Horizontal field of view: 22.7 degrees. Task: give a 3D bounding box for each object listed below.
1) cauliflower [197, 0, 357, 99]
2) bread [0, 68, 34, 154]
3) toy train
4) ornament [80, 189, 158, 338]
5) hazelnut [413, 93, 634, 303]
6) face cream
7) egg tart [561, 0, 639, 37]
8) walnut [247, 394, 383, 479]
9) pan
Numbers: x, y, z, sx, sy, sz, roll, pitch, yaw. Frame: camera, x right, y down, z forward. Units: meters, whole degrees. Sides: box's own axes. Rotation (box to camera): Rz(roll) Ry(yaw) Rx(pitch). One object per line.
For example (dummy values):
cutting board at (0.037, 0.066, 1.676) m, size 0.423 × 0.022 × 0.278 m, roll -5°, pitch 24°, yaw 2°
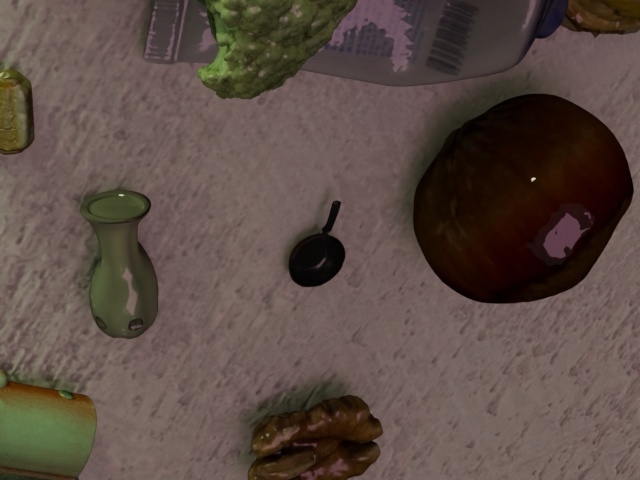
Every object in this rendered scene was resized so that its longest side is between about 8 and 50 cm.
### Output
cauliflower at (-0.084, -0.266, 1.379) m, size 0.272 × 0.250 × 0.275 m, roll -51°, pitch 145°, yaw -46°
bread at (-0.294, -0.122, 1.497) m, size 0.049 × 0.034 × 0.088 m, roll -6°, pitch 122°, yaw -9°
toy train at (-0.364, 0.212, 1.653) m, size 0.285 × 0.116 × 0.177 m, roll 16°, pitch 101°, yaw -36°
ornament at (-0.202, 0.028, 1.635) m, size 0.074 × 0.081 × 0.156 m, roll 3°, pitch 124°, yaw 8°
hazelnut at (0.213, -0.039, 1.749) m, size 0.217 × 0.217 × 0.251 m, roll 16°, pitch 137°, yaw -37°
face cream at (0.051, -0.256, 1.560) m, size 0.420 × 0.137 × 0.235 m, roll 5°, pitch 119°, yaw -23°
egg tart at (0.366, -0.338, 1.670) m, size 0.315 × 0.120 × 0.315 m, roll -15°, pitch 128°, yaw -20°
walnut at (-0.010, 0.240, 1.897) m, size 0.170 × 0.069 × 0.143 m, roll -8°, pitch 127°, yaw -24°
pan at (0.000, -0.001, 1.760) m, size 0.068 × 0.023 × 0.115 m, roll 0°, pitch 124°, yaw -30°
